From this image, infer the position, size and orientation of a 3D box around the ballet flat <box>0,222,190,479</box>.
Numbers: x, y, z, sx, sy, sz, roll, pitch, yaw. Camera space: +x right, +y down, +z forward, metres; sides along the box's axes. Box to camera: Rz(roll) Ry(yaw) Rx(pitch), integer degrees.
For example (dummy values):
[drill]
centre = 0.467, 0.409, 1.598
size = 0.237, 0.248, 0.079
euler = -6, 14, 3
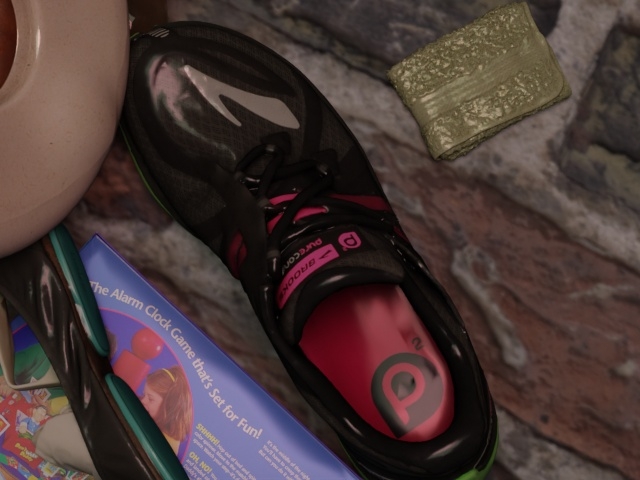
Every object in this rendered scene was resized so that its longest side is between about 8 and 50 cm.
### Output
[ballet flat]
centre = -0.196, 0.117, 1.217
size = 0.096, 0.095, 0.280
euler = -30, 72, 3

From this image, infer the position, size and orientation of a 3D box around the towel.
[towel]
centre = 0.145, -0.147, 1.381
size = 0.148, 0.027, 0.110
euler = -28, 81, -6

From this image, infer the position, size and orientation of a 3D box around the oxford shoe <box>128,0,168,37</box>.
[oxford shoe]
centre = -0.164, -0.269, 1.376
size = 0.096, 0.083, 0.227
euler = 4, 80, -20

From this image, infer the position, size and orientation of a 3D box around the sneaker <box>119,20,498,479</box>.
[sneaker]
centre = 0.000, 0.000, 1.261
size = 0.185, 0.202, 0.483
euler = -37, 83, -8

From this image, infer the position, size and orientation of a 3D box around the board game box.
[board game box]
centre = -0.142, 0.197, 1.284
size = 0.347, 0.078, 0.233
euler = 43, 82, 6

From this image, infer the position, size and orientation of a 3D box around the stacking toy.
[stacking toy]
centre = -0.429, -0.166, 1.218
size = 0.480, 0.350, 0.350
euler = 3, 78, 29
